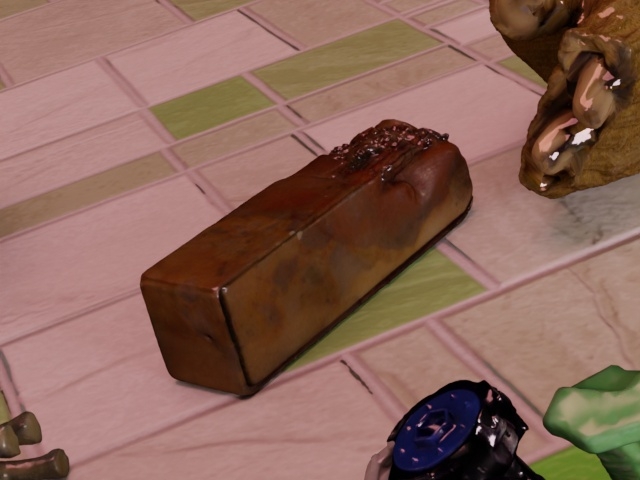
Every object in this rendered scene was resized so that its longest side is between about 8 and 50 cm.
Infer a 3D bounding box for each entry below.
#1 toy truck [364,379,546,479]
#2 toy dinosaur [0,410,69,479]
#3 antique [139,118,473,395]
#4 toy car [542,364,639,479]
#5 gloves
[{"bbox_3d":[0.065,0.193,0.776,0.177,0.161,0.213,-37,22,9],"label":"toy truck"},{"bbox_3d":[-0.277,0.178,1.067,0.188,0.075,0.247,-18,17,10],"label":"toy dinosaur"},{"bbox_3d":[0.000,0.000,1.256,0.087,0.093,0.310,8,33,41],"label":"antique"},{"bbox_3d":[0.310,0.097,0.740,0.359,0.213,0.176,16,63,36],"label":"toy car"},{"bbox_3d":[0.229,-0.153,1.320,0.155,0.203,0.356,-24,14,23],"label":"gloves"}]
